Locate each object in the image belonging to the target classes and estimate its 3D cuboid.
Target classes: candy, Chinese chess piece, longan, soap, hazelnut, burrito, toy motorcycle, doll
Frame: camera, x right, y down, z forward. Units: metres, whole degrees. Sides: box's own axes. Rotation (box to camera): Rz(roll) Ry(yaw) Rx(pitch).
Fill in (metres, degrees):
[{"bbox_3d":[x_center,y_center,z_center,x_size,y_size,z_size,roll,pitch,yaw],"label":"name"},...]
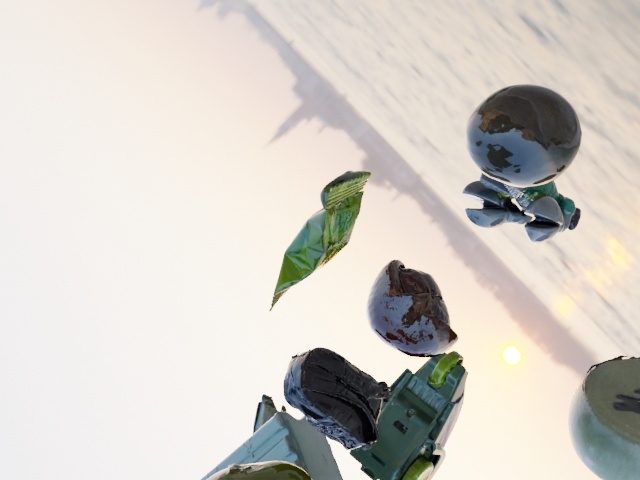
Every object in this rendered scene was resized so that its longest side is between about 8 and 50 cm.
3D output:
[{"bbox_3d":[0.000,0.000,1.592,0.069,0.246,0.149,40,-150,10],"label":"candy"},{"bbox_3d":[0.697,0.387,2.063,0.349,0.146,0.349,3,-152,-2],"label":"Chinese chess piece"},{"bbox_3d":[0.326,-0.168,1.588,0.167,0.187,0.167,1,-90,-85],"label":"longan"},{"bbox_3d":[-0.120,0.519,1.967,0.115,0.347,0.208,16,-141,-45],"label":"soap"},{"bbox_3d":[0.183,0.140,1.928,0.201,0.160,0.170,32,-165,13],"label":"hazelnut"},{"bbox_3d":[-0.118,0.495,2.205,0.066,0.309,0.096,6,-172,31],"label":"burrito"},{"bbox_3d":[0.221,0.387,2.153,0.191,0.326,0.200,37,-179,27],"label":"toy motorcycle"},{"bbox_3d":[0.399,-0.063,1.847,0.258,0.153,0.195,19,171,-16],"label":"doll"}]

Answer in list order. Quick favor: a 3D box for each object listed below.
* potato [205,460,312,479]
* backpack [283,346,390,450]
[{"bbox_3d":[-0.110,0.400,1.315,0.186,0.253,0.148,51,163,34],"label":"potato"},{"bbox_3d":[0.017,0.232,1.482,0.165,0.106,0.120,40,-133,-21],"label":"backpack"}]
